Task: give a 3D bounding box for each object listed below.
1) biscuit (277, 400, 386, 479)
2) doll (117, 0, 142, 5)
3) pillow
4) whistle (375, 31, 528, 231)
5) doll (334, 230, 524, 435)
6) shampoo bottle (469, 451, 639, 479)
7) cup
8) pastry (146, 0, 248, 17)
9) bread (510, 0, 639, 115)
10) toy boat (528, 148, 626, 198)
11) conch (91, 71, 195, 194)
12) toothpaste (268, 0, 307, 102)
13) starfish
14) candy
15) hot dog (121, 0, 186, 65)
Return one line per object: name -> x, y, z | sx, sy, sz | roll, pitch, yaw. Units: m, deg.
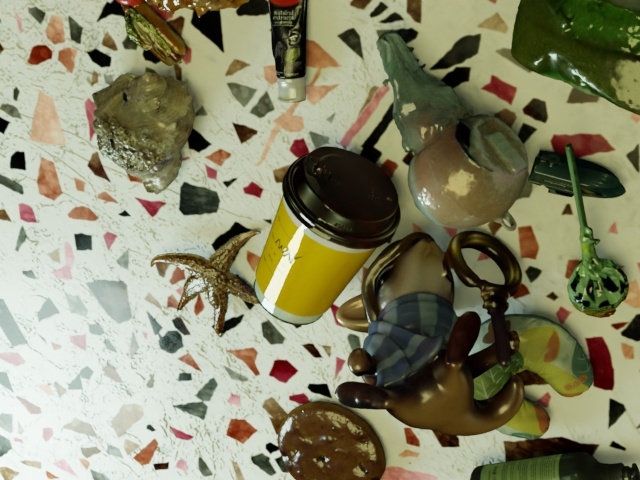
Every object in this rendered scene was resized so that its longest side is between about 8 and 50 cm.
biscuit -> 0.018, 0.387, 2.071 | 0.212, 0.036, 0.212 | 8, 117, 17
doll -> -0.334, -0.526, 1.718 | 0.200, 0.105, 0.336 | 12, 126, 16
pillow -> 0.324, 0.218, 1.853 | 0.214, 0.086, 0.233 | 32, 120, -9
whistle -> 0.175, -0.149, 1.680 | 0.189, 0.189, 0.348 | -37, 86, 31
doll -> 0.164, 0.134, 1.704 | 0.318, 0.340, 0.209 | 0, 125, -9
shampoo bottle -> 0.396, 0.410, 1.902 | 0.284, 0.101, 0.101 | -15, 109, 26
cup -> 0.000, 0.000, 1.807 | 0.196, 0.196, 0.279 | 31, 129, 4
pastry -> -0.126, -0.504, 1.534 | 0.337, 0.292, 0.405 | 1, 105, -2
bread -> 0.431, -0.257, 1.404 | 0.382, 0.366, 0.129 | 3, 117, -5
toy boat -> 0.384, -0.092, 1.685 | 0.141, 0.055, 0.060 | 15, 144, 11
conch -> -0.296, -0.178, 1.872 | 0.178, 0.163, 0.245 | 43, 148, 34
toothpaste -> -0.050, -0.312, 1.749 | 0.071, 0.045, 0.193 | 6, 111, 18
starfish -> -0.185, 0.061, 1.975 | 0.213, 0.057, 0.238 | 32, 123, -5
candy -> 0.397, -0.014, 1.680 | 0.091, 0.083, 0.305 | -26, 122, -15
hot dog -> -0.271, -0.331, 1.819 | 0.133, 0.041, 0.056 | 46, 121, -6
